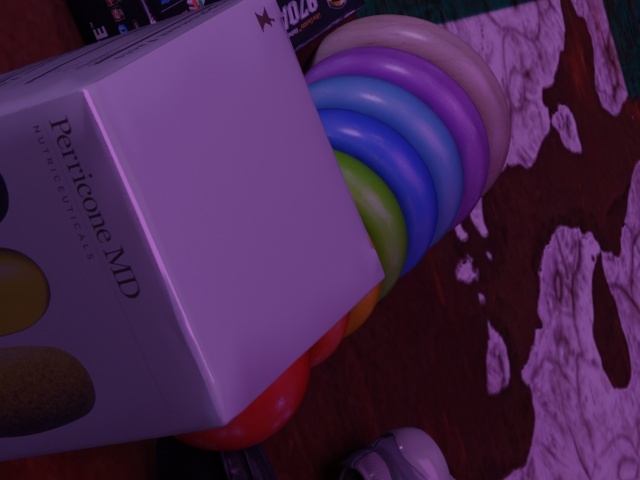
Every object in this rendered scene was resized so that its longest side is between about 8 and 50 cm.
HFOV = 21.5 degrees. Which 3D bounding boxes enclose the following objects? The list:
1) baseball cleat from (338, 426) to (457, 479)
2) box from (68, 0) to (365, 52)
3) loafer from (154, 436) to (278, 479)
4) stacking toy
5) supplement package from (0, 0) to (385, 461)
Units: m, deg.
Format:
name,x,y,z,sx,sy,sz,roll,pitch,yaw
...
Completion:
name,x,y,z,sx,sy,sz,roll,pitch,yaw
baseball cleat,0.056,0.223,1.049,0.109,0.072,0.206,-22,93,-41
box,-0.070,-0.181,0.999,0.220,0.051,0.175,-43,114,-52
loafer,-0.057,0.192,0.876,0.078,0.076,0.223,5,73,-47
stacking toy,0.000,0.000,0.942,0.141,0.141,0.330,62,33,-20
supplement package,-0.122,0.003,0.698,0.134,0.244,0.139,-40,111,-52
